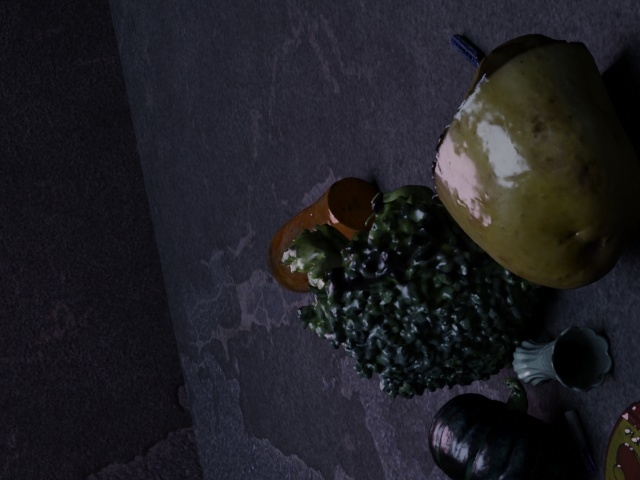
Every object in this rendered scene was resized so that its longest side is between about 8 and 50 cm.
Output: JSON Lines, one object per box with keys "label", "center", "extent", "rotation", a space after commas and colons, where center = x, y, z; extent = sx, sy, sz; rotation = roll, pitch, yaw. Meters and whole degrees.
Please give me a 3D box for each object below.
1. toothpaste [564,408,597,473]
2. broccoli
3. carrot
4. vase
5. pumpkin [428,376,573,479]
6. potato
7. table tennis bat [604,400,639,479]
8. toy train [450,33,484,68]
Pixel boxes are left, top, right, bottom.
{"label": "toothpaste", "center": [0.328, 0.254, 1.913], "extent": [0.083, 0.015, 0.024], "rotation": [70, 156, 10]}
{"label": "broccoli", "center": [0.147, 0.040, 1.993], "extent": [0.293, 0.348, 0.281], "rotation": [-34, 47, 20]}
{"label": "carrot", "center": [0.000, 0.000, 2.481], "extent": [0.302, 0.139, 0.138], "rotation": [126, 131, -62]}
{"label": "vase", "center": [0.291, 0.149, 1.877], "extent": [0.149, 0.081, 0.081], "rotation": [157, 102, -72]}
{"label": "pumpkin", "center": [0.230, 0.269, 1.938], "extent": [0.194, 0.150, 0.194], "rotation": [52, -178, -3]}
{"label": "potato", "center": [0.257, -0.066, 1.696], "extent": [0.242, 0.242, 0.285], "rotation": [65, 148, 34]}
{"label": "table tennis bat", "center": [0.405, 0.270, 1.678], "extent": [0.268, 0.051, 0.414], "rotation": [-133, 36, -52]}
{"label": "toy train", "center": [0.199, -0.250, 2.010], "extent": [0.083, 0.017, 0.017], "rotation": [-127, 41, -50]}
